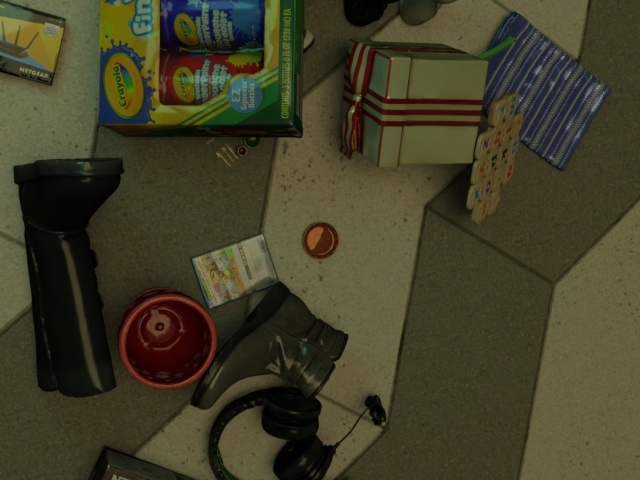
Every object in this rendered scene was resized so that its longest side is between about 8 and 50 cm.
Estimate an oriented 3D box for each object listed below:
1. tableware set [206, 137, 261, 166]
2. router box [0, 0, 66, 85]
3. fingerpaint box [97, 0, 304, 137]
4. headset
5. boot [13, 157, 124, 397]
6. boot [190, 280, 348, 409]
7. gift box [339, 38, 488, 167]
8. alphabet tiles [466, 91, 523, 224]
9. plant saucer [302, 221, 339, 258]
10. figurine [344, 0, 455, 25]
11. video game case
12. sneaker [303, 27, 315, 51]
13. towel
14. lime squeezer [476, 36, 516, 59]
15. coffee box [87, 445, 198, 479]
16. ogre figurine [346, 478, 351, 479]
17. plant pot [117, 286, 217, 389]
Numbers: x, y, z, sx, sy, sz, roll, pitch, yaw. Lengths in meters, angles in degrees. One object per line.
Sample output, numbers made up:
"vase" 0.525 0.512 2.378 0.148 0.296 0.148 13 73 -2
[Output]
"tableware set" -0.202 -0.240 1.759 0.104 0.024 0.154 -43 105 -10
"router box" -0.599 -0.390 1.610 0.179 0.046 0.133 13 90 -18
"fingerpaint box" -0.220 -0.427 1.581 0.371 0.163 0.444 2 89 6
"headset" -0.049 0.424 1.825 0.394 0.185 0.243 -14 103 -1
"boot" -0.450 0.075 1.532 0.146 0.367 0.445 -5 94 -32
"boot" -0.094 0.263 1.721 0.223 0.118 0.338 41 64 -2
"gift box" 0.167 -0.290 1.761 0.258 0.276 0.255 -3 108 -21
"alphabet tiles" 0.386 -0.183 1.842 0.278 0.021 0.284 -32 133 -52
"plant saucer" 0.000 0.000 1.847 0.084 0.013 0.083 -1 94 -18
"figurine" 0.183 -0.517 1.761 0.215 0.209 0.092 -5 96 -17
"video game case" -0.183 0.067 1.794 0.166 0.015 0.119 -20 101 -15
"sneaker" -0.160 -0.405 1.729 0.281 0.106 0.162 -38 99 -22
"towel" 0.518 -0.355 1.969 0.336 0.040 0.243 33 85 -17
"lime squeezer" 0.323 -0.339 1.890 0.110 0.059 0.310 28 89 2
"coffee box" -0.346 0.569 1.728 0.297 0.119 0.168 27 87 -18
"ogre figurine" 0.051 0.611 1.875 0.197 0.097 0.118 22 106 -3
"plant pot" -0.318 0.191 1.678 0.191 0.174 0.191 -1 94 -18
